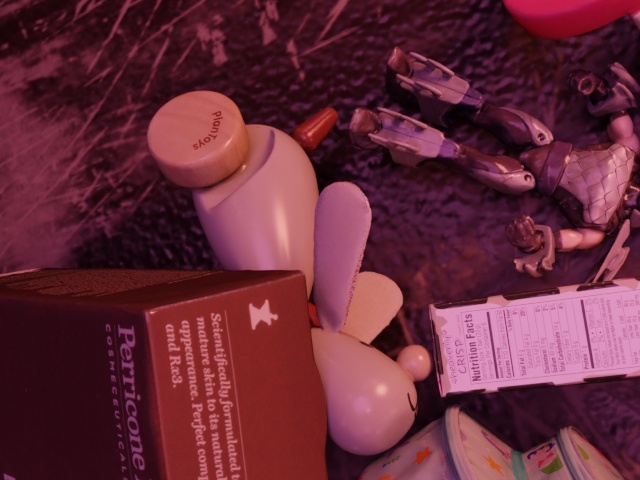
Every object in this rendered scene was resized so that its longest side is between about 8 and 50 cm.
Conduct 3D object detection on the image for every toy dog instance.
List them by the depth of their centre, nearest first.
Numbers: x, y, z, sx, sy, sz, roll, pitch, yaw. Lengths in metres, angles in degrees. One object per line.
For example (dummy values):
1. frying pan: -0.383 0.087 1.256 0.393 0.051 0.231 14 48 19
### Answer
1. toy dog: 0.000 0.000 0.653 0.161 0.220 0.333 -33 77 -5

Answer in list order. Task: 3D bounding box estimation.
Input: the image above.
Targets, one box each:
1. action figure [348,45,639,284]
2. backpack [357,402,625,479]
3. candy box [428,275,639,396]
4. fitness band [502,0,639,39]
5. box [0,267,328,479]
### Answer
1. action figure: 0.174 -0.068 0.662 0.285 0.099 0.185 23 78 14
2. backpack: 0.141 0.236 0.535 0.191 0.225 0.253 -42 95 13
3. candy box: 0.211 0.072 0.597 0.234 0.159 0.071 -9 79 16
4. fitness band: 0.270 -0.269 0.611 0.291 0.054 0.209 -38 35 24
5. box: -0.175 0.124 0.620 0.382 0.143 0.191 -2 96 43
